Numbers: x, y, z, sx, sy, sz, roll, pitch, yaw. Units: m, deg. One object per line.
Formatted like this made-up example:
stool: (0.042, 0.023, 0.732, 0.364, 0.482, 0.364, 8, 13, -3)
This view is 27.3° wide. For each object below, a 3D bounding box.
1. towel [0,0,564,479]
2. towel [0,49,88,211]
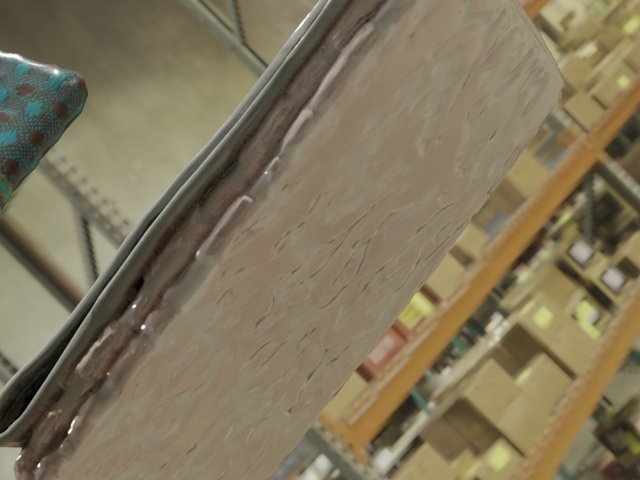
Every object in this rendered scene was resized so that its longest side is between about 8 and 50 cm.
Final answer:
towel: (0.000, 0.000, 0.729, 0.332, 0.053, 0.317, -52, -20, 5)
towel: (-0.285, 0.040, 0.453, 0.370, 0.271, 0.040, -56, -28, -30)
